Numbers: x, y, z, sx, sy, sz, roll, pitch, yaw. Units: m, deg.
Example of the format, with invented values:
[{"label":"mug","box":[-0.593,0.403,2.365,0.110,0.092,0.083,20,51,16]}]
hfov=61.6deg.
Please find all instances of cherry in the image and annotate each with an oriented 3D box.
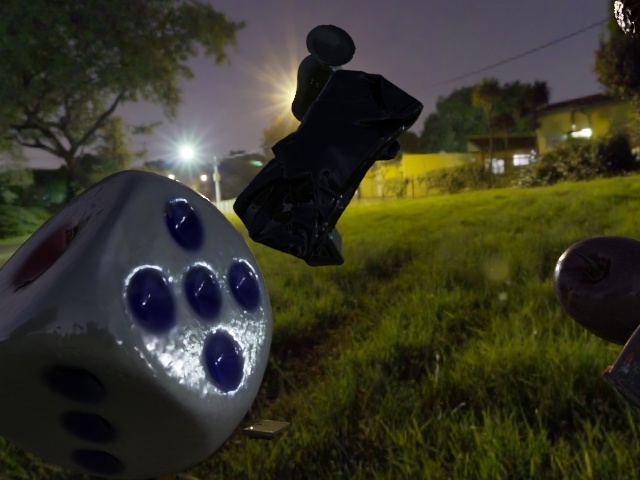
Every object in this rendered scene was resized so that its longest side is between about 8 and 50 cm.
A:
[{"label":"cherry","box":[0.608,0.098,1.109,0.213,0.285,0.236,-43,21,16]}]

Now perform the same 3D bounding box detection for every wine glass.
[{"label":"wine glass","box":[-0.004,-0.348,1.164,0.103,0.103,0.231,-4,-18,-16]}]

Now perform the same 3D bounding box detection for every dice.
[{"label":"dice","box":[-0.256,0.114,0.731,0.276,0.304,0.304,-25,35,23]}]

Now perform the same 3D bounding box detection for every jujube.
[{"label":"jujube","box":[0.526,-0.375,0.849,0.109,0.112,0.176,16,22,21]}]

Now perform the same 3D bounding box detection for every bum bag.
[{"label":"bum bag","box":[0.009,-0.094,0.597,0.123,0.248,0.060,29,-25,16]}]

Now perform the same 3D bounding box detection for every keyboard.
[{"label":"keyboard","box":[-0.092,0.324,0.919,0.055,0.017,0.166,5,-13,8]}]

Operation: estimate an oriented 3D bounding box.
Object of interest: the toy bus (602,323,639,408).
[{"label":"toy bus","box":[0.296,0.125,0.358,0.192,0.077,0.065,31,14,31]}]

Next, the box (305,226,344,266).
[{"label":"box","box":[0.000,0.000,0.949,0.074,0.054,0.099,-2,-33,21]}]
